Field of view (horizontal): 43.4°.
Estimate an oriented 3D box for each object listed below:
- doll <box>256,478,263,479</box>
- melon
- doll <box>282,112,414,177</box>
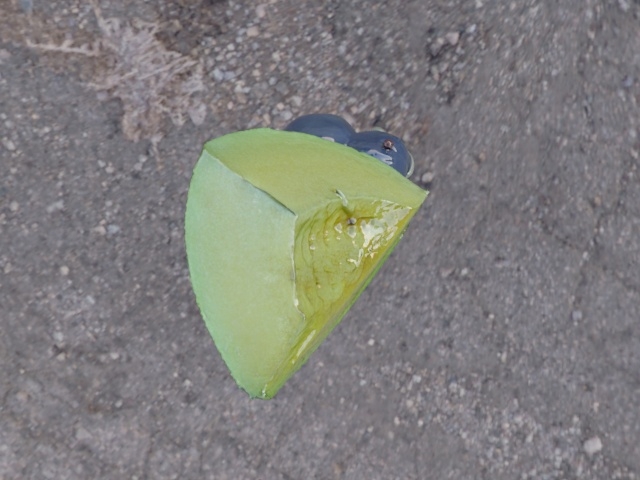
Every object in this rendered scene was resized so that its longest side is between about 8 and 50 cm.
[{"bbox_3d":[-0.056,0.209,0.457,0.135,0.099,0.241,25,137,-18],"label":"doll"},{"bbox_3d":[0.000,0.000,1.074,0.226,0.343,0.331,-17,92,29],"label":"melon"},{"bbox_3d":[0.038,-0.140,1.498,0.258,0.228,0.154,9,146,16],"label":"doll"}]
